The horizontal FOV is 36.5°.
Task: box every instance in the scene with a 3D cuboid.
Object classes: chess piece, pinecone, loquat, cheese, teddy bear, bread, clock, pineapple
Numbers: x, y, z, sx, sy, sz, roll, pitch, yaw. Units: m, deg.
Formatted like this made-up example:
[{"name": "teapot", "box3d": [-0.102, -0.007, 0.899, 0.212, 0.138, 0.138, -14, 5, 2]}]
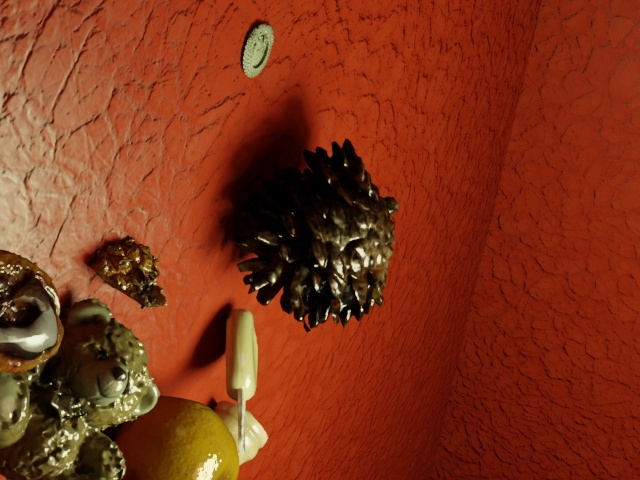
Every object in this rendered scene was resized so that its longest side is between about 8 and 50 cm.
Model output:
[{"name": "chess piece", "box3d": [-0.251, 0.468, 1.700, 0.397, 0.117, 0.117, -51, 153, -27]}, {"name": "pinecone", "box3d": [-0.006, 0.001, 1.595, 0.296, 0.242, 0.298, -29, 108, -34]}, {"name": "loquat", "box3d": [-0.227, 0.343, 1.506, 0.208, 0.208, 0.208, -47, 151, -37]}, {"name": "cheese", "box3d": [-0.134, 0.242, 1.634, 0.127, 0.054, 0.251, 87, -1, -48]}, {"name": "teddy bear", "box3d": [-0.318, 0.209, 1.245, 0.256, 0.156, 0.267, -44, 119, -34]}, {"name": "bread", "box3d": [-0.385, 0.075, 1.053, 0.269, 0.095, 0.139, 10, 76, -55]}, {"name": "clock", "box3d": [-0.093, -0.281, 1.440, 0.074, 0.010, 0.083, -15, 126, -62]}, {"name": "pineapple", "box3d": [-0.254, 0.058, 1.319, 0.077, 0.114, 0.114, -54, 158, 22]}]
